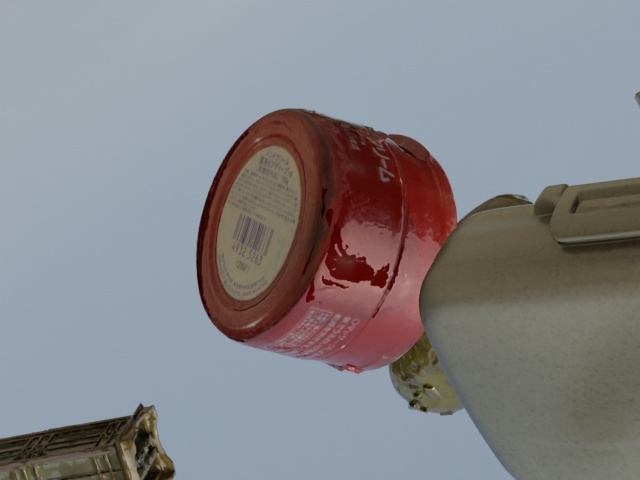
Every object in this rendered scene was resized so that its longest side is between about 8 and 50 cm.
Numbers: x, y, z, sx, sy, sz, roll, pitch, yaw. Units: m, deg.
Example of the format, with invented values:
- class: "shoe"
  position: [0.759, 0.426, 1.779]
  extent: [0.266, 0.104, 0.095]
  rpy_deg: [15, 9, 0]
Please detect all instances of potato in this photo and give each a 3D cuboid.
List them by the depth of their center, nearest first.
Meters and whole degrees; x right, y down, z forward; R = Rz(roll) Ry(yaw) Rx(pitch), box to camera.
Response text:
- class: "potato"
  position: [0.148, 0.062, 1.641]
  extent: [0.113, 0.149, 0.251]
  rpy_deg: [48, -58, 27]

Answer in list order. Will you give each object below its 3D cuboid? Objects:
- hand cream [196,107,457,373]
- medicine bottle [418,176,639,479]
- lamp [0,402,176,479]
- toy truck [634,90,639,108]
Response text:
- class: "hand cream"
  position: [0.000, 0.000, 1.556]
  extent: [0.230, 0.149, 0.230]
  rpy_deg: [-25, -121, 51]
- class: "medicine bottle"
  position: [0.264, 0.080, 1.237]
  extent: [0.375, 0.282, 0.123]
  rpy_deg: [-6, -146, 40]
- class: "lamp"
  position: [-0.317, 0.245, 1.759]
  extent: [0.325, 0.090, 0.089]
  rpy_deg: [-11, -163, 15]
- class: "toy truck"
  position: [0.480, -0.157, 1.888]
  extent: [0.175, 0.146, 0.367]
  rpy_deg: [-24, 178, -10]
